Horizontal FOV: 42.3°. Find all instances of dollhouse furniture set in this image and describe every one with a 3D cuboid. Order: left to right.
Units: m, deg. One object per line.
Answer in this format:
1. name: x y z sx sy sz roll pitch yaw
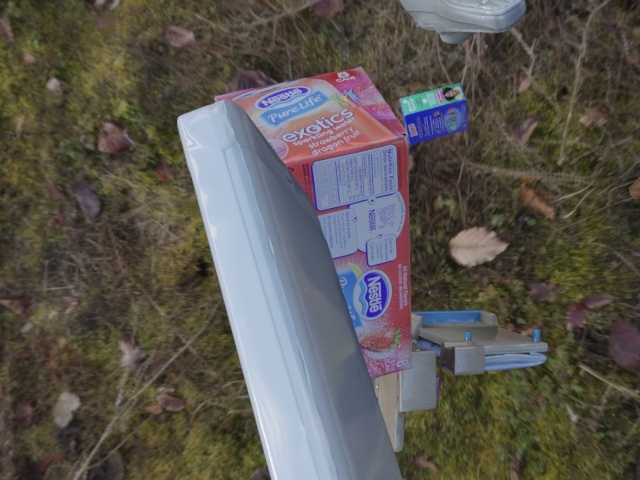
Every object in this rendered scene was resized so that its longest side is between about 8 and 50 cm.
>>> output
1. dollhouse furniture set: 0.182 0.215 1.129 0.303 0.286 0.198 -1 94 -20

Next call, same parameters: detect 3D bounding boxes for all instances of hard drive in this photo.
1. hard drive: 0.003 0.096 0.475 0.040 0.203 0.307 -20 72 7

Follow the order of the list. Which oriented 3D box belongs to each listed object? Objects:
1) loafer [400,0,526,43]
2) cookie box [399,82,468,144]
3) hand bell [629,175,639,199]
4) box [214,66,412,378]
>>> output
1. loafer: 0.229 -0.373 1.328 0.112 0.319 0.111 -31 120 -6
2. cookie box: 0.195 -0.217 1.419 0.107 0.092 0.040 -15 61 4
3. hand bell: 0.464 -0.116 0.963 0.242 0.126 0.126 -37 81 42
4. box: 0.000 0.000 0.826 0.154 0.300 0.142 -13 40 -7
